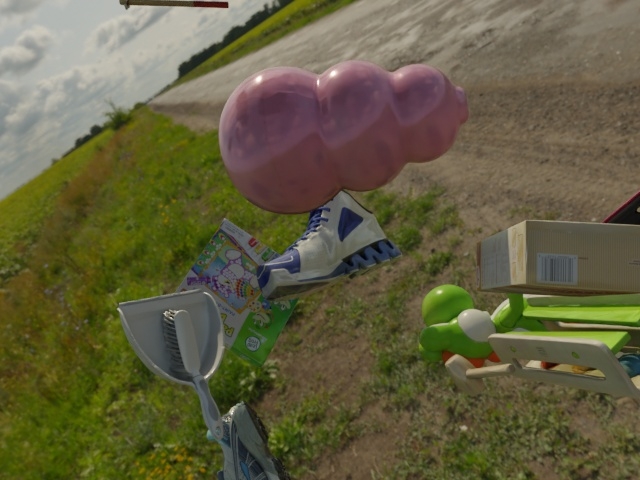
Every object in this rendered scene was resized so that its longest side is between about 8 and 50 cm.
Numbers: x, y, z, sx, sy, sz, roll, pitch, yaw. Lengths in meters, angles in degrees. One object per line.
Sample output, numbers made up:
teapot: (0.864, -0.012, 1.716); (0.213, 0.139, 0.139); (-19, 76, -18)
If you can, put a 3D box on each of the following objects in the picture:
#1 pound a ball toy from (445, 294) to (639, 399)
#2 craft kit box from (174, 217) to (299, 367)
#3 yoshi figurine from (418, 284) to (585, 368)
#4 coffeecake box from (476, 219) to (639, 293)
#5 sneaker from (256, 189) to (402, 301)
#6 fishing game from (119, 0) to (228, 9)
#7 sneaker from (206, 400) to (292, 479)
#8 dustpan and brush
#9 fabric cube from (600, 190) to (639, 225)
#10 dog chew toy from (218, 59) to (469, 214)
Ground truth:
pound a ball toy: (0.375, 0.197, 0.903); (0.208, 0.136, 0.319); (-39, 5, -19)
craft kit box: (-0.181, 0.117, 1.273); (0.247, 0.249, 0.061); (-61, 10, -25)
yoshi figurine: (0.367, 0.145, 1.175); (0.361, 0.204, 0.203); (-10, 8, -5)
coffeecake box: (0.270, 0.026, 0.638); (0.142, 0.068, 0.185); (3, -7, 1)
sneaker: (0.001, 0.000, 1.129); (0.315, 0.182, 0.127); (-15, -15, -31)
fishing game: (-0.197, -0.410, 0.759); (0.188, 0.264, 0.041); (-2, -20, -8)
sneaker: (-0.139, 0.485, 1.160); (0.122, 0.283, 0.110); (-30, -19, -2)
dustpan and brush: (-0.178, 0.170, 0.771); (0.147, 0.211, 0.060); (-7, -13, -46)
fabric cube: (0.733, 0.037, 1.089); (0.254, 0.258, 0.259); (-47, 47, 26)
dog chew toy: (0.033, -0.152, 0.775); (0.331, 0.207, 0.207); (-10, 27, 13)
